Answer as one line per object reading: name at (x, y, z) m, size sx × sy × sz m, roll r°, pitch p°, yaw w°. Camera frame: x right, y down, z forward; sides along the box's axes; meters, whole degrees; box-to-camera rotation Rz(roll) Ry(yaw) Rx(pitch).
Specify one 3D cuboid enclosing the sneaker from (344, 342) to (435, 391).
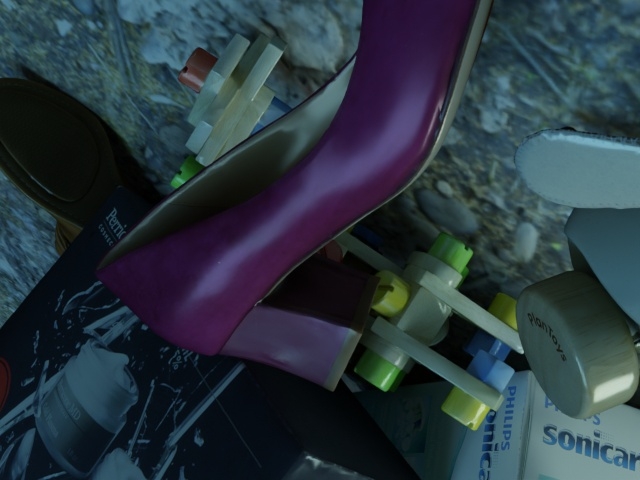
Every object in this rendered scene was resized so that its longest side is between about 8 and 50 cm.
sneaker at (0.044, 0.107, 0.984) m, size 0.192 × 0.064 × 0.086 m, roll 42°, pitch -175°, yaw -43°

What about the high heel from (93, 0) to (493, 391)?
high heel at (-0.022, -0.075, 0.566) m, size 0.181 × 0.127 × 0.377 m, roll 21°, pitch 120°, yaw 2°

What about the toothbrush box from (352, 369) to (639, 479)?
toothbrush box at (0.147, 0.207, 0.858) m, size 0.216 × 0.126 × 0.295 m, roll 22°, pitch 156°, yaw -29°

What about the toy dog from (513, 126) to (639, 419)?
toy dog at (0.188, -0.036, 0.490) m, size 0.161 × 0.220 × 0.334 m, roll 62°, pitch 149°, yaw 17°

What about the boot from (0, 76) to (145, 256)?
boot at (-0.251, -0.037, 1.055) m, size 0.283 × 0.109 × 0.220 m, roll 34°, pitch 157°, yaw -13°

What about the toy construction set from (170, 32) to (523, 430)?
toy construction set at (0.000, 0.000, 0.758) m, size 0.328 × 0.151 × 0.215 m, roll 47°, pitch 176°, yaw -6°

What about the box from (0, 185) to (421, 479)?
box at (-0.140, 0.187, 0.809) m, size 0.179 × 0.312 × 0.343 m, roll 35°, pitch -172°, yaw -46°
